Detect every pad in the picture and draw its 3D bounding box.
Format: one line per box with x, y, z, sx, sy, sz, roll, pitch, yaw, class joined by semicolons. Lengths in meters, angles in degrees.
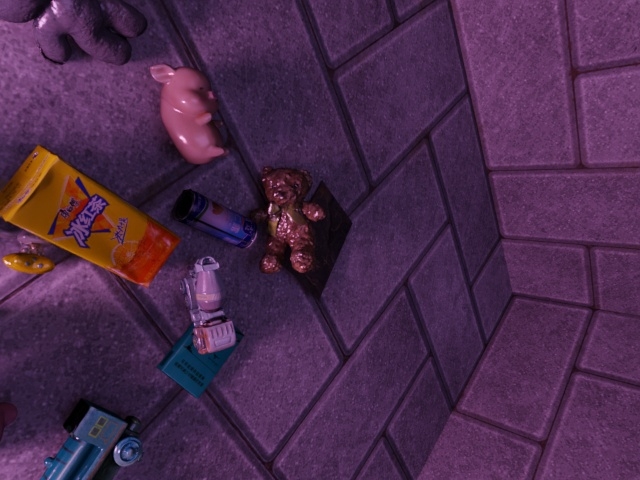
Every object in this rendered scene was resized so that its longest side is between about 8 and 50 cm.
0.000;0.000;1.601;0.248;0.007;0.368;51;52;-38;pad

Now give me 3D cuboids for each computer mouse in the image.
-0.084;0.086;1.532;0.096;0.039;0.066;53;51;-37;computer mouse

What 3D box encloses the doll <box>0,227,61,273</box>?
-0.615;0.017;0.960;0.135;0.071;0.113;-15;87;-51;doll

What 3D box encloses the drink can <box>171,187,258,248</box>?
-0.294;-0.057;1.255;0.235;0.097;0.097;28;75;-43;drink can

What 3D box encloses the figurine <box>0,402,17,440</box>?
-0.696;0.366;0.835;0.173;0.173;0.173;-7;100;-46;figurine

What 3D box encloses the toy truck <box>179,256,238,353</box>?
-0.300;0.177;1.205;0.108;0.140;0.257;-11;86;-33;toy truck

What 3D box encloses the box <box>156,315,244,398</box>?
-0.341;0.320;1.288;0.226;0.042;0.161;-55;129;-27;box

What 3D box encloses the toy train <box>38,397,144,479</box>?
-0.561;0.538;1.033;0.194;0.120;0.298;45;61;-32;toy train

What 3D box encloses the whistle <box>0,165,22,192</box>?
-0.623;-0.100;0.926;0.258;0.067;0.126;-24;111;-40;whistle

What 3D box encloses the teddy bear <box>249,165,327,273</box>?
-0.101;-0.069;1.364;0.223;0.246;0.296;76;15;-45;teddy bear

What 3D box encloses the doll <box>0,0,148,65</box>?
-0.548;-0.501;0.927;0.246;0.158;0.340;-57;156;17;doll

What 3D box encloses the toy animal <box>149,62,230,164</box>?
-0.333;-0.322;1.144;0.153;0.166;0.250;-10;98;-1;toy animal

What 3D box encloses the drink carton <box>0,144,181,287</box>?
-0.492;-0.037;0.973;0.155;0.111;0.351;-58;145;-10;drink carton
